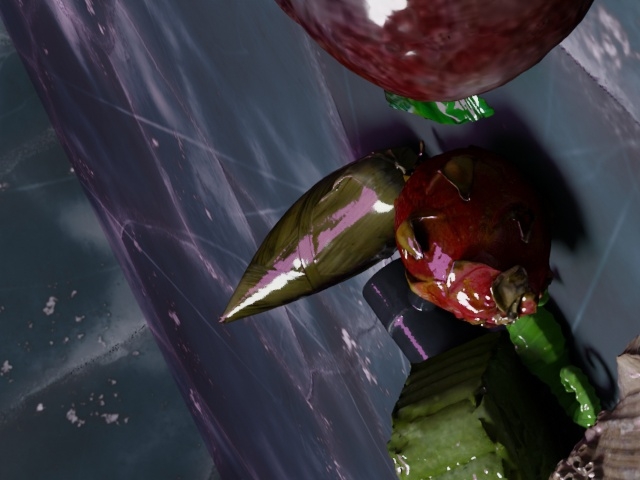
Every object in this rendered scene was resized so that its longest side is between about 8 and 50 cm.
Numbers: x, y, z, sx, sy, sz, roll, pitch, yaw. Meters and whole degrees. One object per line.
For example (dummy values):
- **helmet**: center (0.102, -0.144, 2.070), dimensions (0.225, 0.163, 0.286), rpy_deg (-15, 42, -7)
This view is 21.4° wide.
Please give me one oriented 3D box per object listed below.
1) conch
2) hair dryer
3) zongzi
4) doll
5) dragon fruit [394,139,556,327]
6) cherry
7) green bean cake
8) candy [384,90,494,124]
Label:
- **conch**: center (0.255, 0.177, 1.232), dimensions (0.178, 0.163, 0.245), rpy_deg (13, 119, 27)
- **hair dryer**: center (0.110, 0.039, 1.538), dimensions (0.124, 0.071, 0.219), rpy_deg (52, 154, 23)
- **zongzi**: center (0.001, 0.001, 1.528), dimensions (0.094, 0.204, 0.205), rpy_deg (56, 165, -1)
- **doll**: center (0.175, 0.073, 1.395), dimensions (0.190, 0.050, 0.115), rpy_deg (58, 172, 4)
- **dragon fruit**: center (0.109, -0.020, 1.333), dimensions (0.246, 0.125, 0.125), rpy_deg (-111, 34, -67)
- **cherry**: center (0.062, -0.209, 0.958), dimensions (0.230, 0.203, 0.300), rpy_deg (60, 158, 30)
- **green bean cake**: center (0.147, 0.198, 1.454), dimensions (0.200, 0.113, 0.214), rpy_deg (66, -164, -7)
- **candy**: center (0.073, -0.152, 1.272), dimensions (0.203, 0.078, 0.141), rpy_deg (-136, 30, -79)
